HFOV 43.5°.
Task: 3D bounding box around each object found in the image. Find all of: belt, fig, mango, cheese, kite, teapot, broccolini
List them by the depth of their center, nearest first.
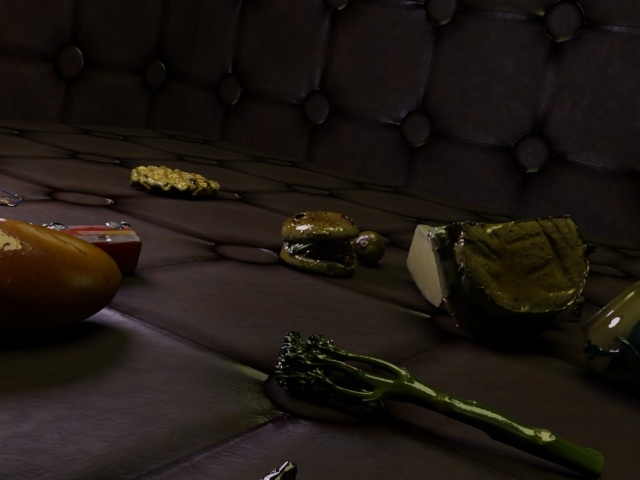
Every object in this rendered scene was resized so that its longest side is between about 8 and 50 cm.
[{"bbox_3d":[0.129,0.201,0.947,0.392,0.078,0.074,21,3,13],"label":"broccolini"},{"bbox_3d":[-0.366,0.048,1.019,0.257,0.137,0.187,7,-7,-37],"label":"mango"},{"bbox_3d":[0.506,0.167,1.229,0.182,0.173,0.269,51,3,19],"label":"teapot"},{"bbox_3d":[0.331,0.065,1.574,0.266,0.123,0.242,8,21,-12],"label":"cheese"},{"bbox_3d":[0.471,0.109,1.687,0.071,0.053,0.232,3,13,-15],"label":"belt"},{"bbox_3d":[-0.705,-0.096,1.720,0.160,0.010,0.183,17,13,32],"label":"kite"},{"bbox_3d":[0.109,0.019,1.761,0.074,0.073,0.088,15,-6,23],"label":"fig"}]

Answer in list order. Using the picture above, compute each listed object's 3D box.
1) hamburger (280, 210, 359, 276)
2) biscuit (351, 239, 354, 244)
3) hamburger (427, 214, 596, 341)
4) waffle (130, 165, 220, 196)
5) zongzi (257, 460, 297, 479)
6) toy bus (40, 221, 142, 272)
[{"bbox_3d":[0.000,0.000,1.639,0.177,0.113,0.185,18,13,28],"label":"hamburger"},{"bbox_3d":[0.044,0.002,1.885,0.188,0.027,0.188,11,11,-2],"label":"biscuit"},{"bbox_3d":[0.324,0.064,1.361,0.309,0.211,0.132,-3,-6,-27],"label":"hamburger"},{"bbox_3d":[-0.416,-0.165,2.221,0.262,0.060,0.281,14,10,31],"label":"waffle"},{"bbox_3d":[-0.059,0.221,0.645,0.074,0.067,0.083,19,29,5],"label":"zongzi"},{"bbox_3d":[-0.378,0.017,1.310,0.174,0.079,0.077,-2,26,-47],"label":"toy bus"}]
